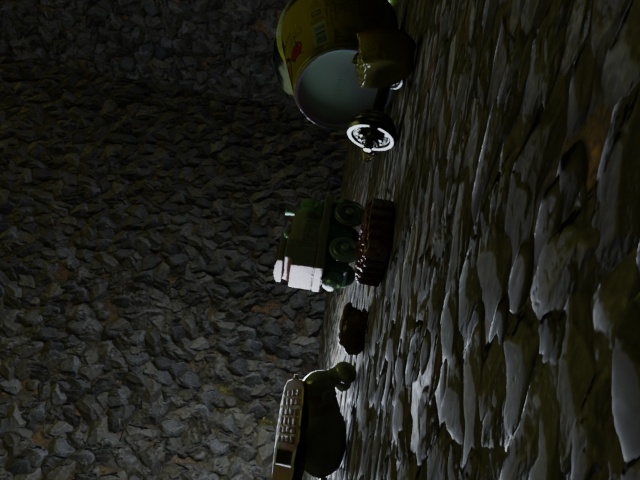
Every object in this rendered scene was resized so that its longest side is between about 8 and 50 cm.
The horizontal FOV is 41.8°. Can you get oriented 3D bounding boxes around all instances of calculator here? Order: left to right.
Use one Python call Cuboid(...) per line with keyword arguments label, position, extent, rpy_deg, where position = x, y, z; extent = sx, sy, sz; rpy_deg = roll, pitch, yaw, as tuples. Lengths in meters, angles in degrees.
Cuboid(label="calculator", position=(-0.058, 0.395, 1.724), extent=(0.157, 0.033, 0.236), rpy_deg=(153, 125, -69))

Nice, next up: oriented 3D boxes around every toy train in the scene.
Cuboid(label="toy train", position=(0.000, 0.000, 2.276), extent=(0.150, 0.221, 0.304), rpy_deg=(98, -179, -50))

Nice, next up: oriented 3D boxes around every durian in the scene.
Cuboid(label="durian", position=(0.126, -0.249, 1.976), extent=(0.140, 0.071, 0.110), rpy_deg=(-103, 13, -49))

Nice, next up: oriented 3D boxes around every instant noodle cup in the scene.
Cuboid(label="instant noodle cup", position=(0.052, -0.450, 2.106), extent=(0.325, 0.325, 0.254), rpy_deg=(101, 169, -45))

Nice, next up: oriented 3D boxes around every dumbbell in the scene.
Cuboid(label="dumbbell", position=(0.128, -0.300, 1.781), extent=(0.110, 0.110, 0.254), rpy_deg=(103, -178, -68))

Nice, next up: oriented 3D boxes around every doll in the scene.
Cuboid(label="doll", position=(0.000, 0.388, 1.754), extent=(0.155, 0.113, 0.275), rpy_deg=(130, 151, -73))

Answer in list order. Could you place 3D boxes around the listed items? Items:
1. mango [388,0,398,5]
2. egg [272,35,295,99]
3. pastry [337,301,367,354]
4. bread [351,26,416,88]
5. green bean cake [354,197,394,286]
Cuboid(label="mango", position=(0.202, -0.698, 2.306), extent=(0.073, 0.056, 0.108), rpy_deg=(-91, 12, -53))
Cuboid(label="egg", position=(0.031, -0.567, 2.541), extent=(0.428, 0.345, 0.345), rpy_deg=(178, 102, -74))
Cuboid(label="pastry", position=(0.068, 0.183, 1.737), extent=(0.097, 0.057, 0.109), rpy_deg=(88, -168, -69))
Cuboid(label="bread", position=(0.129, -0.366, 1.675), extent=(0.156, 0.125, 0.086), rpy_deg=(99, 172, -74))
Cuboid(label="green bean cake", position=(0.100, 0.004, 1.584), extent=(0.135, 0.056, 0.135), rpy_deg=(104, 176, -55))
